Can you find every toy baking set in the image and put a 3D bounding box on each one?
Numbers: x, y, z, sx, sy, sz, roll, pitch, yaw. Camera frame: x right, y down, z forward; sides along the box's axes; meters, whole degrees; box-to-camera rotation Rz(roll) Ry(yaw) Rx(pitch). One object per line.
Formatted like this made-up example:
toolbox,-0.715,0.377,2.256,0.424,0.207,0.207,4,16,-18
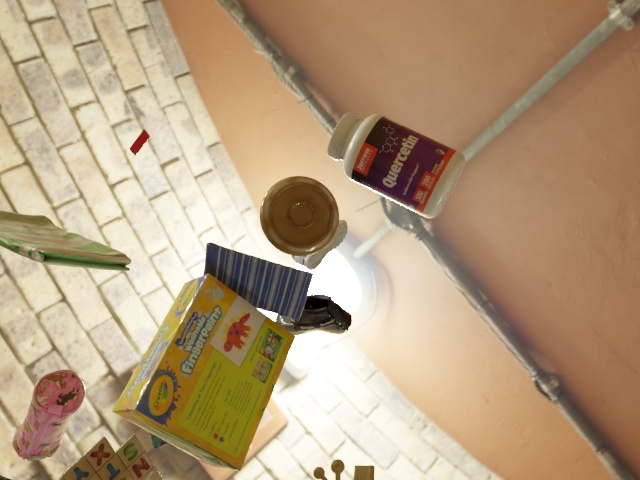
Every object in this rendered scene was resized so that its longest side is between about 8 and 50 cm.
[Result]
toy baking set,0.039,0.632,1.383,0.197,0.256,0.030,12,-34,34

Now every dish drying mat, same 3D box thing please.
dish drying mat,-0.538,-0.291,1.763,0.008,0.083,0.032,8,-34,29

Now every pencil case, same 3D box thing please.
pencil case,-0.610,0.688,2.187,0.070,0.065,0.151,-27,-96,49
pencil case,-0.881,0.571,1.919,0.167,0.160,0.386,55,-50,21

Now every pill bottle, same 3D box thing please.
pill bottle,0.186,-0.199,1.494,0.323,0.181,0.181,28,-42,12

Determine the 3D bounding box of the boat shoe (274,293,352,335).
boat shoe,-0.059,0.262,2.180,0.341,0.127,0.158,-8,-42,34

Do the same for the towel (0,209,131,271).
towel,-0.588,-0.010,1.242,0.325,0.248,0.038,22,-85,30

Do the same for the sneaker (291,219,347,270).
sneaker,0.000,0.000,2.083,0.095,0.235,0.090,25,-32,42

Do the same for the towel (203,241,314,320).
towel,-0.202,0.126,1.837,0.336,0.040,0.243,16,-43,0

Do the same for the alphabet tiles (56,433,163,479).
alphabet tiles,-0.488,0.625,1.359,0.011,0.285,0.342,10,-51,38

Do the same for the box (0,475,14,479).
box,-0.857,0.665,1.567,0.067,0.083,0.018,29,-3,-16

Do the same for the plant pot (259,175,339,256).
plant pot,-0.057,-0.072,1.710,0.236,0.236,0.032,59,-12,-4

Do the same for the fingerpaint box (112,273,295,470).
fingerpaint box,-0.327,0.388,1.761,0.371,0.444,0.163,40,-37,-25
